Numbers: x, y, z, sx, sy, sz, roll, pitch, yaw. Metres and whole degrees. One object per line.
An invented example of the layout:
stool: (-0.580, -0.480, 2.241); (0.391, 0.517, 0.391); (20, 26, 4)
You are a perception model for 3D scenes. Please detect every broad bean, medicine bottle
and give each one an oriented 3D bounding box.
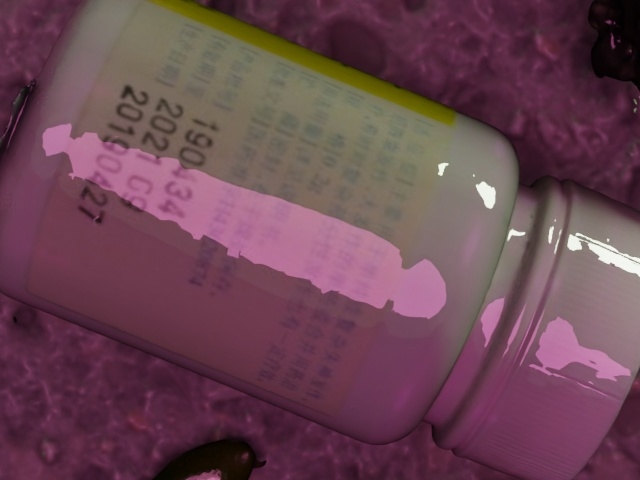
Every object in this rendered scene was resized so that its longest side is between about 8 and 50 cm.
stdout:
broad bean: (-0.153, 0.212, 0.971); (0.256, 0.052, 0.052); (-29, 54, 7)
medicine bottle: (0.000, 0.000, 0.857); (0.379, 0.213, 0.213); (23, 97, -2)

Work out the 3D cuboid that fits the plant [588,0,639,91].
plant: (0.259, -0.163, 0.850); (0.204, 0.178, 0.233); (-23, 99, -1)
